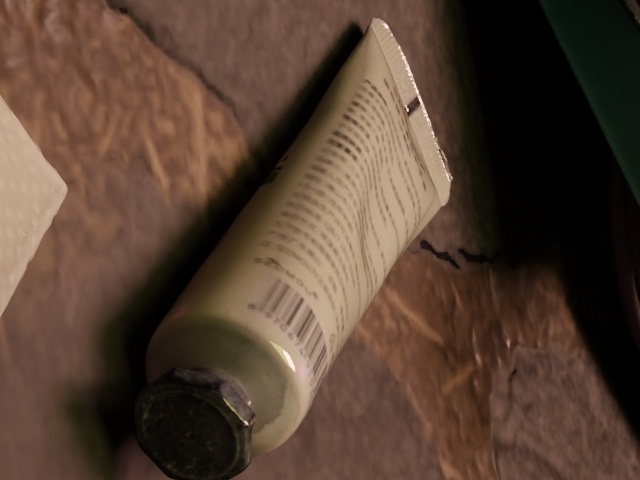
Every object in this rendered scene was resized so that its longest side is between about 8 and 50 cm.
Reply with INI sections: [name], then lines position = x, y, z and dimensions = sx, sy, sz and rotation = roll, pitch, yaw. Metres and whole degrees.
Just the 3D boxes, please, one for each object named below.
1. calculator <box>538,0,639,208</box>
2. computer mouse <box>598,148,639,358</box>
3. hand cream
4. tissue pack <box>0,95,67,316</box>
[calculator]
position = 0.174, -0.091, 0.820
dimensions = 0.274, 0.058, 0.248
rotation = 3, 61, -59
[computer mouse]
position = 0.193, 0.045, 0.869
dimensions = 0.232, 0.057, 0.120
rotation = 51, 31, -32
[hand cream]
position = 0.000, 0.000, 0.584
dimensions = 0.080, 0.050, 0.234
rotation = 67, 28, -20
[tissue pack]
position = -0.175, -0.071, 0.280
dimensions = 0.325, 0.071, 0.170
rotation = 59, 39, -32
